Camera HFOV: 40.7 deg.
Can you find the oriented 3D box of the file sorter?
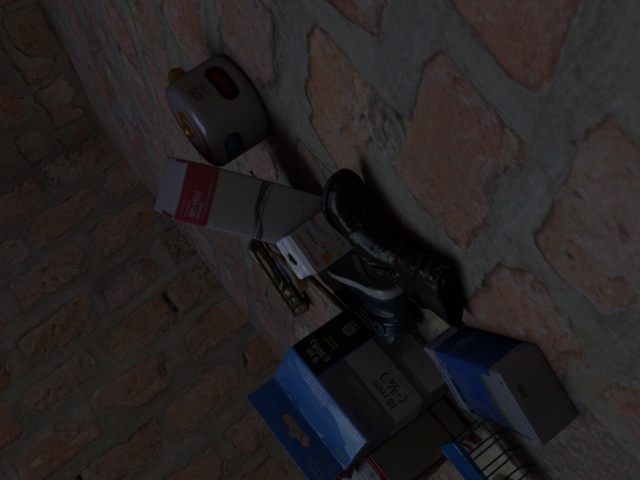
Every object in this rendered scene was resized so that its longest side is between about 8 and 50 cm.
[{"bbox_3d":[0.326,0.420,1.609,0.170,0.104,0.118,52,167,11],"label":"file sorter"}]

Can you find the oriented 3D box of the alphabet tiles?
[{"bbox_3d":[-0.001,0.104,1.934,0.285,0.011,0.342,42,179,40],"label":"alphabet tiles"}]

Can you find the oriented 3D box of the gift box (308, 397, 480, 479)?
[{"bbox_3d":[0.164,0.412,1.846,0.255,0.258,0.276,52,147,17],"label":"gift box"}]

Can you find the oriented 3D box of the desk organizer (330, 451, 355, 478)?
[{"bbox_3d":[0.046,0.437,1.736,0.050,0.047,0.130,11,149,4],"label":"desk organizer"}]

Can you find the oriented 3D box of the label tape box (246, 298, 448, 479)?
[{"bbox_3d":[0.057,0.285,1.688,0.241,0.333,0.106,49,158,21],"label":"label tape box"}]

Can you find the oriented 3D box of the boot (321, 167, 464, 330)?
[{"bbox_3d":[0.127,0.012,1.375,0.229,0.091,0.263,30,157,48],"label":"boot"}]

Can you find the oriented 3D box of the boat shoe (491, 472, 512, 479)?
[{"bbox_3d":[0.383,0.513,1.790,0.035,0.035,0.100,58,166,-14],"label":"boat shoe"}]

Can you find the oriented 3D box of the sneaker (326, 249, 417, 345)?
[{"bbox_3d":[0.098,0.111,1.666,0.226,0.086,0.163,34,153,53],"label":"sneaker"}]

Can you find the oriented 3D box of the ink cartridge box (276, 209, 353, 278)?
[{"bbox_3d":[0.000,0.000,1.606,0.092,0.143,0.090,55,167,-4],"label":"ink cartridge box"}]

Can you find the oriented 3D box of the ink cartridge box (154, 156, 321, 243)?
[{"bbox_3d":[-0.163,-0.073,1.702,0.283,0.117,0.207,14,-178,-22],"label":"ink cartridge box"}]

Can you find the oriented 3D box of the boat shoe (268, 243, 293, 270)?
[{"bbox_3d":[-0.074,0.037,2.167,0.133,0.049,0.042,41,-170,22],"label":"boat shoe"}]

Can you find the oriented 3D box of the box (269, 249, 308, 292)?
[{"bbox_3d":[-0.089,0.072,2.332,0.136,0.028,0.081,47,165,38],"label":"box"}]

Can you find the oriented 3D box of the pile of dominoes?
[{"bbox_3d":[-0.112,0.091,2.407,0.251,0.040,0.196,58,-173,-13],"label":"pile of dominoes"}]

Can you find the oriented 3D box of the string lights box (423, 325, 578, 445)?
[{"bbox_3d":[0.273,0.218,1.356,0.133,0.076,0.259,58,166,-12],"label":"string lights box"}]

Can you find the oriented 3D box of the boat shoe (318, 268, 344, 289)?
[{"bbox_3d":[-0.007,0.029,1.895,0.184,0.066,0.063,50,169,-26],"label":"boat shoe"}]

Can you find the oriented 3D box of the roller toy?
[{"bbox_3d":[-0.209,-0.251,1.695,0.209,0.146,0.191,61,164,-23],"label":"roller toy"}]
